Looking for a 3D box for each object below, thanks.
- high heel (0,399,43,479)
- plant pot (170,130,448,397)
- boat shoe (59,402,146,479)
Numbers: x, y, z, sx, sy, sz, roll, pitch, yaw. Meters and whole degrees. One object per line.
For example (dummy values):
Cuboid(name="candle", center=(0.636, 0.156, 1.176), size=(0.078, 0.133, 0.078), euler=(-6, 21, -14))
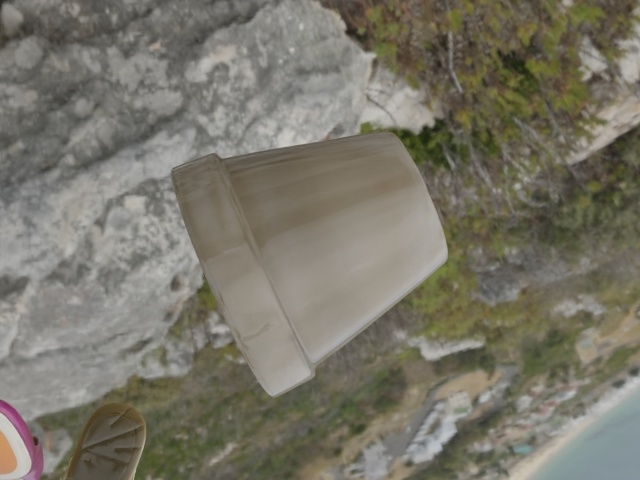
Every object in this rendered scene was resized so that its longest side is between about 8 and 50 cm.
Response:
Cuboid(name="high heel", center=(-0.319, 0.199, 0.811), size=(0.082, 0.117, 0.244), euler=(5, 137, -5))
Cuboid(name="plant pot", center=(0.000, 0.000, 1.023), size=(0.280, 0.323, 0.323), euler=(-23, 149, -1))
Cuboid(name="boat shoe", center=(-0.140, 0.164, 0.468), size=(0.050, 0.135, 0.045), euler=(26, 162, 1))
